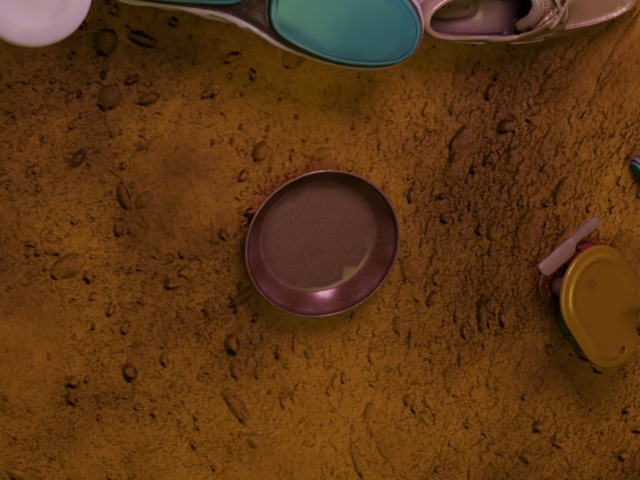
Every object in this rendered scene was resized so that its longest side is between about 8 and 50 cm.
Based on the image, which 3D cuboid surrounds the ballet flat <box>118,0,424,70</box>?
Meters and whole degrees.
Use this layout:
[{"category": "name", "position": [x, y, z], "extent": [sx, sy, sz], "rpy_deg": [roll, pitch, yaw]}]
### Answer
[{"category": "ballet flat", "position": [-0.075, -0.293, 1.712], "extent": [0.400, 0.139, 0.139], "rpy_deg": [11, 109, -24]}]

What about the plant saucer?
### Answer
[{"category": "plant saucer", "position": [0.000, 0.000, 1.905], "extent": [0.199, 0.036, 0.198], "rpy_deg": [-5, 114, -12]}]

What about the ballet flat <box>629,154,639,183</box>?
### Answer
[{"category": "ballet flat", "position": [0.440, -0.067, 1.995], "extent": [0.041, 0.041, 0.114], "rpy_deg": [-28, 117, -2]}]

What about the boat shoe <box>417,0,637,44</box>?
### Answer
[{"category": "boat shoe", "position": [0.251, -0.282, 1.818], "extent": [0.302, 0.098, 0.109], "rpy_deg": [-7, 114, -12]}]

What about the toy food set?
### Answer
[{"category": "toy food set", "position": [0.347, 0.069, 2.017], "extent": [0.128, 0.071, 0.218], "rpy_deg": [-45, 121, -20]}]

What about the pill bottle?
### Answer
[{"category": "pill bottle", "position": [-0.308, -0.286, 1.600], "extent": [0.121, 0.216, 0.121], "rpy_deg": [-5, 114, -12]}]
